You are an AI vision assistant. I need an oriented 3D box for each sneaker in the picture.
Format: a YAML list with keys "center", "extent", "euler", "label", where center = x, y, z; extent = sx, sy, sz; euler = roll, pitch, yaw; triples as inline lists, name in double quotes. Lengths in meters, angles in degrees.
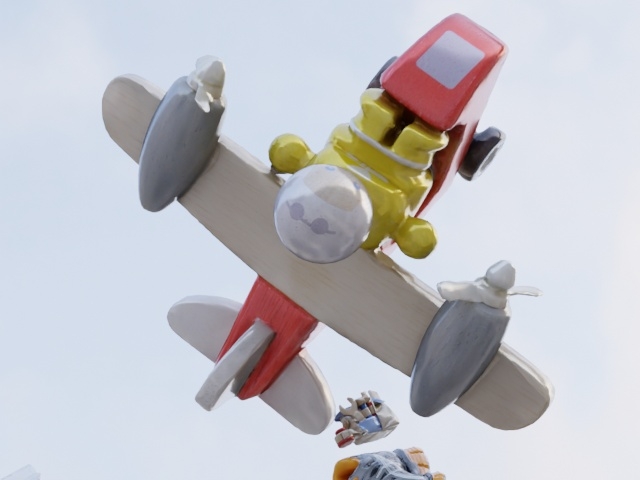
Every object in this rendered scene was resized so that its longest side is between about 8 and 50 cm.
- center: [0.063, 0.235, 1.712]
  extent: [0.083, 0.215, 0.084]
  euler: [3, -85, -8]
  label: "sneaker"

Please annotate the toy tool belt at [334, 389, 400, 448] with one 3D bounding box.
- center: [0.038, 0.181, 1.989]
  extent: [0.083, 0.051, 0.052]
  euler: [-10, -28, -42]
  label: "toy tool belt"

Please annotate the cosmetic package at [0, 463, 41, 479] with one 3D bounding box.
- center: [-0.237, 0.403, 1.751]
  extent: [0.155, 0.197, 0.365]
  euler: [-28, -86, -9]
  label: "cosmetic package"

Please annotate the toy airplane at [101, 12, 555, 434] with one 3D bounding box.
- center: [0.000, 0.000, 1.766]
  extent: [0.386, 0.384, 0.272]
  euler: [-8, -5, 9]
  label: "toy airplane"
